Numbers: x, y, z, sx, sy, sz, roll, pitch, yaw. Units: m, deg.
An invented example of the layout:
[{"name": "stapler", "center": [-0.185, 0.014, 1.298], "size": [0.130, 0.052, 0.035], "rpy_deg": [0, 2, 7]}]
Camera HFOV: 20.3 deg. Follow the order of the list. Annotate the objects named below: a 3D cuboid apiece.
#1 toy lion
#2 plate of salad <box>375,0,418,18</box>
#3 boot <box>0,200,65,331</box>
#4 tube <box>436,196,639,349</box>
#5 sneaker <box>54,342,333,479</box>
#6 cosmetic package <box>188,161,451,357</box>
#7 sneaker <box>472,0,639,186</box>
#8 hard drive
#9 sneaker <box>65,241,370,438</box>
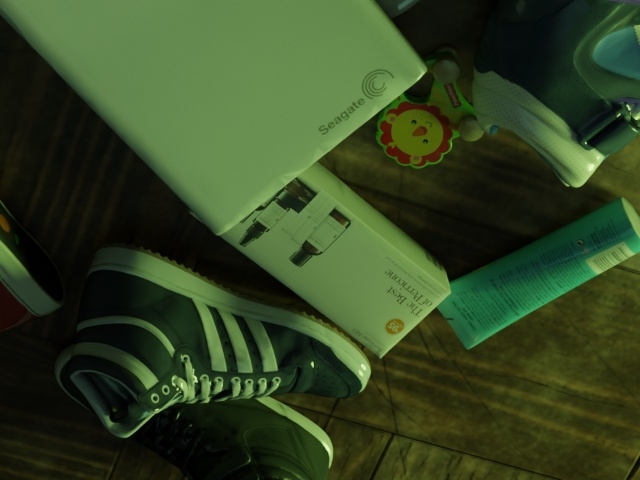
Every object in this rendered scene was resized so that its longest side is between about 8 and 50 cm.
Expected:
[{"name": "toy lion", "center": [0.091, -0.114, 1.588], "size": [0.096, 0.034, 0.100], "rpy_deg": [-18, 120, 14]}, {"name": "plate of salad", "center": [0.017, -0.268, 1.479], "size": [0.200, 0.048, 0.199], "rpy_deg": [-3, 121, -5]}, {"name": "boot", "center": [-0.366, 0.006, 1.589], "size": [0.176, 0.088, 0.244], "rpy_deg": [-25, 122, 12]}, {"name": "tube", "center": [0.205, 0.030, 1.671], "size": [0.207, 0.052, 0.080], "rpy_deg": [-29, 113, 18]}, {"name": "sneaker", "center": [-0.115, 0.193, 1.679], "size": [0.296, 0.147, 0.104], "rpy_deg": [27, 116, -17]}, {"name": "cosmetic package", "center": [0.000, 0.000, 1.627], "size": [0.239, 0.060, 0.099], "rpy_deg": [37, 112, -22]}, {"name": "sneaker", "center": [0.290, -0.144, 1.542], "size": [0.323, 0.130, 0.236], "rpy_deg": [10, 128, -15]}, {"name": "hard drive", "center": [-0.106, -0.191, 1.439], "size": [0.233, 0.047, 0.353], "rpy_deg": [-38, 121, 9]}, {"name": "sneaker", "center": [-0.097, 0.124, 1.624], "size": [0.282, 0.153, 0.099], "rpy_deg": [24, 148, -13]}]
